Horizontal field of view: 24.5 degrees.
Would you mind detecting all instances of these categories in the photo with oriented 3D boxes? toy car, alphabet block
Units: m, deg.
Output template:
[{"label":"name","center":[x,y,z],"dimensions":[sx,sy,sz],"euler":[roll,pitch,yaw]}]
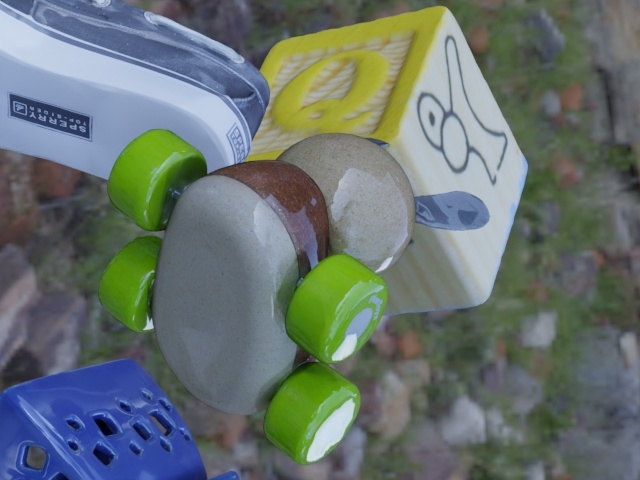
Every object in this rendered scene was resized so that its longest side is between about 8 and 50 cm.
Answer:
[{"label":"toy car","center":[0.000,0.000,0.812],"dimensions":[0.188,0.155,0.149],"euler":[-33,148,-39]},{"label":"alphabet block","center":[0.050,-0.064,1.317],"dimensions":[0.197,0.193,0.192],"euler":[58,37,-34]}]

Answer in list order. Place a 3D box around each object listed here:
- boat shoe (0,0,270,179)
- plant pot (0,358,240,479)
[{"label":"boat shoe","center":[-0.177,-0.123,0.925],"dimensions":[0.108,0.301,0.102],"euler":[103,8,-46]},{"label":"plant pot","center":[-0.231,0.279,1.471],"dimensions":[0.236,0.212,0.236],"euler":[-57,160,18]}]
